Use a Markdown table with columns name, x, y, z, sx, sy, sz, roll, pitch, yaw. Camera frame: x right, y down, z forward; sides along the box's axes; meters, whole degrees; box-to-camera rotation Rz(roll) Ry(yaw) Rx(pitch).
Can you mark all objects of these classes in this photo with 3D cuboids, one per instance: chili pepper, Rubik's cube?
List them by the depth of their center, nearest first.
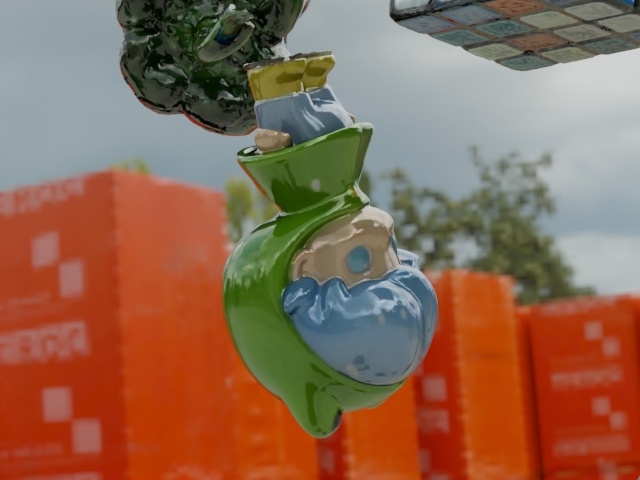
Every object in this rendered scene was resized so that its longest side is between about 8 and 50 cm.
| name | x | y | z | sx | sy | sz | roll | pitch | yaw |
| --- | --- | --- | --- | --- | --- | --- | --- | --- | --- |
| Rubik's cube | 0.155 | -0.216 | 1.193 | 0.154 | 0.155 | 0.151 | -7 | -16 | 43 |
| chili pepper | -0.093 | -0.183 | 1.465 | 0.165 | 0.173 | 0.261 | 21 | 12 | 5 |

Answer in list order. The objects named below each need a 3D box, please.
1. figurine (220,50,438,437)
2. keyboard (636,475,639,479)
| name | x | y | z | sx | sy | sz | roll | pitch | yaw |
| --- | --- | --- | --- | --- | --- | --- | --- | --- | --- |
| figurine | 0.000 | 0.000 | 1.215 | 0.143 | 0.263 | 0.162 | -8 | 6 | 24 |
| keyboard | 0.315 | 0.187 | 1.426 | 0.106 | 0.262 | 0.016 | 40 | -10 | -30 |
